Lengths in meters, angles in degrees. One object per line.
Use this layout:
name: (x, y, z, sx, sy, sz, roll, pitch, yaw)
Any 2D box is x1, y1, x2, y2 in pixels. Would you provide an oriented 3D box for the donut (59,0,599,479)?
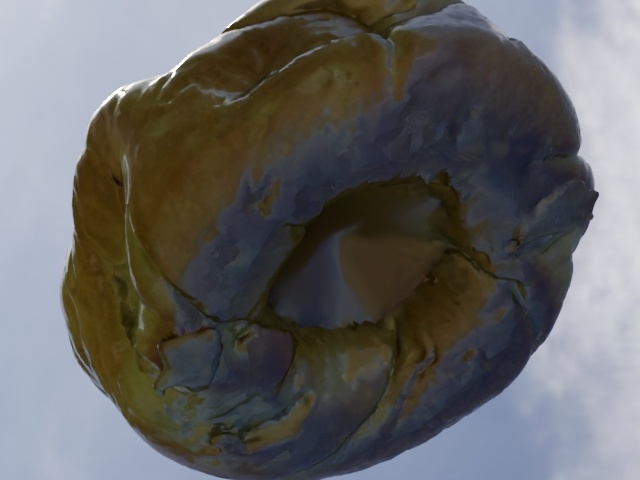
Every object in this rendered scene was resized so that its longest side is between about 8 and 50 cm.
donut: (0.000, 0.000, 1.192, 0.360, 0.360, 0.170, -61, -141, 22)
